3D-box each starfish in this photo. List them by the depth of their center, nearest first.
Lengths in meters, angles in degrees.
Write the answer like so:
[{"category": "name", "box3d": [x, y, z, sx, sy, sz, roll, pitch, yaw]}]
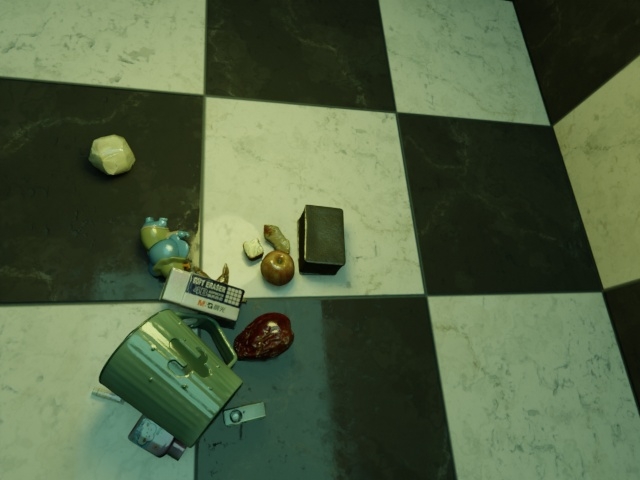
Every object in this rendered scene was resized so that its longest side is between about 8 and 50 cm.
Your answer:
[{"category": "starfish", "box3d": [-0.427, 0.194, 1.691, 0.276, 0.062, 0.236, 11, 66, -19]}]

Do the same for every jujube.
[{"category": "jujube", "box3d": [-0.219, 0.375, 1.634, 0.236, 0.168, 0.168, -22, 76, -5]}]

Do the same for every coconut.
[{"category": "coconut", "box3d": [-0.863, -0.348, 1.741, 0.162, 0.161, 0.161, -30, 79, -21]}]

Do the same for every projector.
[{"category": "projector", "box3d": [-0.276, 0.631, 1.532, 0.147, 0.115, 0.061, -7, 70, -16]}]

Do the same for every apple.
[{"category": "apple", "box3d": [-0.177, 0.111, 1.749, 0.146, 0.131, 0.147, 5, 63, -10]}]

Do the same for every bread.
[{"category": "bread", "box3d": [-0.285, 0.041, 1.781, 0.076, 0.070, 0.083, -22, 75, -21]}]

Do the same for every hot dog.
[{"category": "hot dog", "box3d": [-0.190, -0.008, 1.829, 0.078, 0.061, 0.169, -34, 102, 8]}]

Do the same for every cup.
[{"category": "cup", "box3d": [-0.467, 0.430, 1.446, 0.392, 0.310, 0.401, 38, 63, 5]}]

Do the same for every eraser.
[{"category": "eraser", "box3d": [-0.443, 0.207, 1.594, 0.286, 0.086, 0.131, 21, 67, -21]}]

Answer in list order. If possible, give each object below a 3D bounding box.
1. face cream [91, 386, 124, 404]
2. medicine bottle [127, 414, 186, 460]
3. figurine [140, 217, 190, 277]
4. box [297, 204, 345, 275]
[{"category": "face cream", "box3d": [-0.748, 0.548, 1.497, 0.114, 0.020, 0.038, 21, 65, -9]}, {"category": "medicine bottle", "box3d": [-0.547, 0.673, 1.459, 0.187, 0.094, 0.119, 31, 67, -1]}, {"category": "figurine", "box3d": [-0.606, 0.023, 1.664, 0.179, 0.154, 0.263, -12, 81, -10]}, {"category": "box", "box3d": [-0.001, 0.001, 1.831, 0.183, 0.143, 0.274, 4, 67, -13]}]
